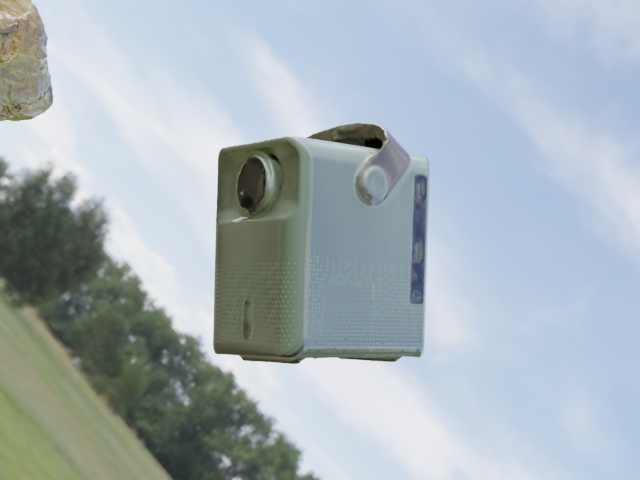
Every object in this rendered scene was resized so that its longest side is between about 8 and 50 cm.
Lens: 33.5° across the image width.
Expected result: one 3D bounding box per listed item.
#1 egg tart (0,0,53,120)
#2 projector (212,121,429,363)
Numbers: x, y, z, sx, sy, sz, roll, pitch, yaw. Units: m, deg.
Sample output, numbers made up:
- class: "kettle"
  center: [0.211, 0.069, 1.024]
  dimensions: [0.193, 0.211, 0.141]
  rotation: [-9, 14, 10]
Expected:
- class: "egg tart"
  center: [-0.567, -0.343, 1.765]
  dimensions: [0.339, 0.153, 0.352]
  rotation: [53, 24, 23]
- class: "projector"
  center: [0.000, 0.000, 1.044]
  dimensions: [0.163, 0.177, 0.242]
  rotation: [-1, -95, 51]
